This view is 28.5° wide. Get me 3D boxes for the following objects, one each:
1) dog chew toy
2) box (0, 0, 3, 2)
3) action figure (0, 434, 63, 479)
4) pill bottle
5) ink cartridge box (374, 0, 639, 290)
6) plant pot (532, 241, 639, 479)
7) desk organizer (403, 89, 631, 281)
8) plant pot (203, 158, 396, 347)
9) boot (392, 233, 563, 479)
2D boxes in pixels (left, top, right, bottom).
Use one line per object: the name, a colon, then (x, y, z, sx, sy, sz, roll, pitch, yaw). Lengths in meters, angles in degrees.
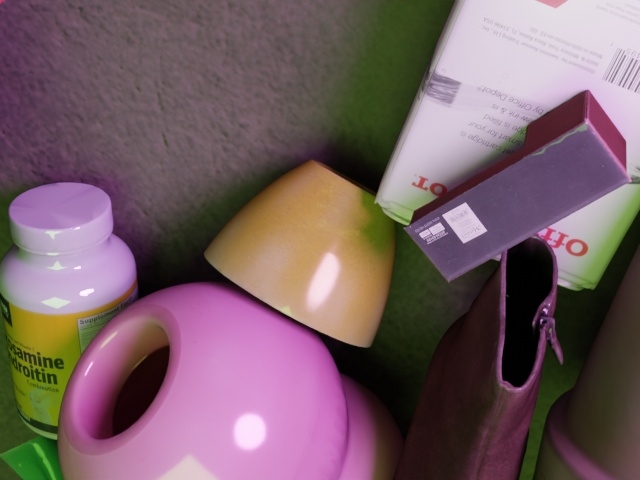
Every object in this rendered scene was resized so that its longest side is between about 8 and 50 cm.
dog chew toy: (-0.030, 0.171, 0.925, 0.207, 0.206, 0.332, -29, 133, 26)
box: (-0.248, -0.282, 0.761, 0.128, 0.122, 0.256, 4, 121, 11)
action figure: (-0.149, 0.243, 1.044, 0.137, 0.063, 0.232, -27, 94, -7)
pill bottle: (-0.189, 0.053, 0.957, 0.103, 0.103, 0.184, 6, 121, 10)
ink cartridge box: (0.147, -0.095, 0.798, 0.159, 0.092, 0.217, 22, 121, 0)
plant pot: (0.304, 0.062, 0.757, 0.323, 0.323, 0.280, 7, 105, 9)
desk organizer: (0.118, -0.033, 0.758, 0.130, 0.050, 0.047, -31, 110, 28)
plant pot: (0.000, 0.000, 0.880, 0.134, 0.134, 0.095, 29, 95, -4)
boot: (0.089, 0.140, 0.789, 0.090, 0.248, 0.207, 13, 146, 3)
